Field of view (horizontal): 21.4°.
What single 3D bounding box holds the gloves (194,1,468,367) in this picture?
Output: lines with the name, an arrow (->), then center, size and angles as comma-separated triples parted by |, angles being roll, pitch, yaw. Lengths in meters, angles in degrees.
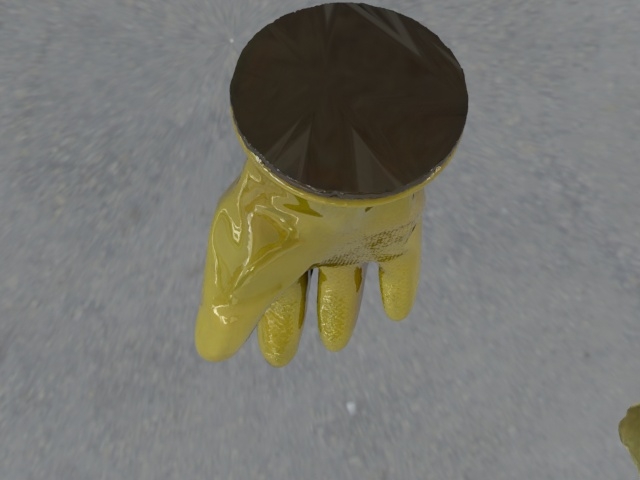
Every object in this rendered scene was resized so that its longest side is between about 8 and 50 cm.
gloves -> 0.001, 0.000, 0.957 | 0.133, 0.294, 0.116 | 7, 60, -3

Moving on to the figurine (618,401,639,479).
figurine -> 0.196, 0.100, 0.485 | 0.185, 0.234, 0.127 | 36, 65, -13
